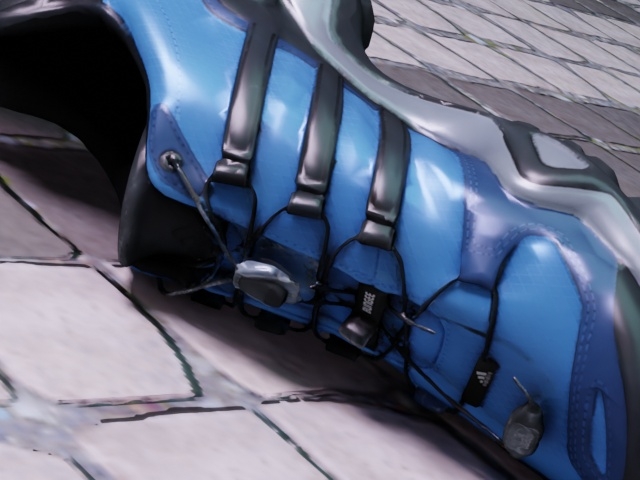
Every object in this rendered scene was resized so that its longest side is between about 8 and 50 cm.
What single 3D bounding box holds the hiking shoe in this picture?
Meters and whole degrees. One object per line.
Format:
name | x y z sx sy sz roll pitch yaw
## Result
hiking shoe | 0.000 0.000 0.583 0.132 0.113 0.304 -26 55 -30
